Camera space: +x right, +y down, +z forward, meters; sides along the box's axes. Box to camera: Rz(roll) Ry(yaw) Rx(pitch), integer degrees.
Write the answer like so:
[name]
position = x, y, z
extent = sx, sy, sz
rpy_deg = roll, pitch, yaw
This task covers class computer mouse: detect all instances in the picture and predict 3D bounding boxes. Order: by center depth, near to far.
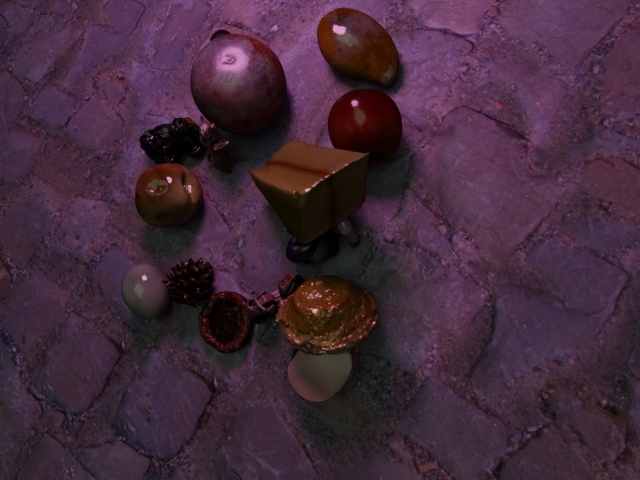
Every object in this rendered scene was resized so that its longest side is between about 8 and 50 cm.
[computer mouse]
position = -0.363, -0.735, 1.514
extent = 0.099, 0.057, 0.172
rpy_deg = -32, 60, 11

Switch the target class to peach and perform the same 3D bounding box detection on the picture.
[peach]
position = -0.531, -0.149, 1.362
extent = 0.236, 0.214, 0.214
rpy_deg = -27, 72, 17

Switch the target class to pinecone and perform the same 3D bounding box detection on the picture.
[pinecone]
position = -0.419, 0.134, 1.300
extent = 0.174, 0.173, 0.173
rpy_deg = -4, 78, 16

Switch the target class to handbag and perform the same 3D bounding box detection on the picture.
[handbag]
position = 0.013, 0.342, 1.136
extent = 0.179, 0.116, 0.205
rpy_deg = 42, 93, 21

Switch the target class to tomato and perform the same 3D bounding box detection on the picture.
[tomato]
position = -0.268, -0.512, 1.327
extent = 0.318, 0.282, 0.315
rpy_deg = -1, 77, 4

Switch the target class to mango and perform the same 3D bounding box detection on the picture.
[mango]
position = 0.126, -0.621, 1.293
extent = 0.316, 0.146, 0.192
rpy_deg = 40, 96, 11

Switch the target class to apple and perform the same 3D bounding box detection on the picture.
[apple]
position = 0.132, -0.336, 1.191
extent = 0.219, 0.218, 0.201
rpy_deg = -10, 80, 15

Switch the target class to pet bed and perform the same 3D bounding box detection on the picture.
[pet bed]
position = -0.303, 0.258, 1.286
extent = 0.202, 0.053, 0.200
rpy_deg = -5, 72, 15

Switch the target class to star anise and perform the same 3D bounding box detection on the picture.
[star anise]
position = -0.365, -0.324, 1.354
extent = 0.063, 0.208, 0.171
rpy_deg = -35, 79, -21

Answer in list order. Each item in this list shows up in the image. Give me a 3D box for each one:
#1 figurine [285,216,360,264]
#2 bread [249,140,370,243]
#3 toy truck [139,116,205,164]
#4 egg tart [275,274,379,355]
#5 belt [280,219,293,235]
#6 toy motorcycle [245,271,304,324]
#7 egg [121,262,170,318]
[figurine]
position = 0.000, 0.000, 1.205
extent = 0.223, 0.145, 0.145
rpy_deg = -30, 72, 8
[bread]
position = -0.067, -0.204, 1.132
extent = 0.233, 0.244, 0.361
rpy_deg = -35, 62, -17
[toy truck]
position = -0.534, -0.375, 1.453
extent = 0.225, 0.147, 0.165
rpy_deg = -21, 51, 9
[egg tart]
position = 0.013, 0.180, 1.097
extent = 0.296, 0.116, 0.294
rpy_deg = -10, 35, 7
[belt]
position = -0.067, -0.119, 1.277
extent = 0.148, 0.082, 0.162
rpy_deg = -24, 72, 15
[toy motorcycle]
position = -0.145, 0.176, 1.218
extent = 0.212, 0.118, 0.084
rpy_deg = -44, 56, 4
[egg]
position = -0.580, 0.168, 1.337
extent = 0.150, 0.149, 0.192
rpy_deg = -27, 80, 10
